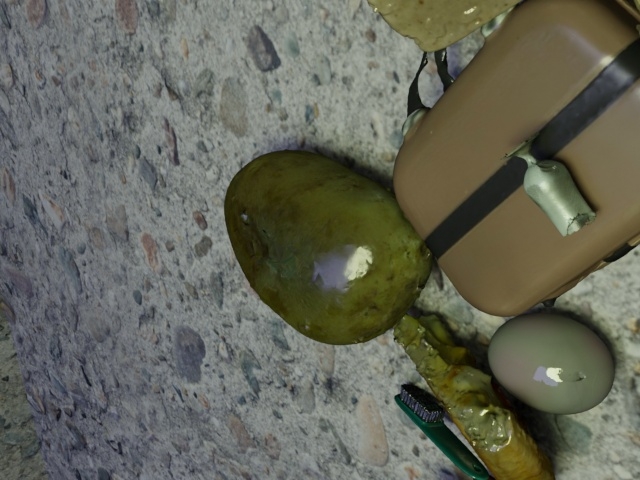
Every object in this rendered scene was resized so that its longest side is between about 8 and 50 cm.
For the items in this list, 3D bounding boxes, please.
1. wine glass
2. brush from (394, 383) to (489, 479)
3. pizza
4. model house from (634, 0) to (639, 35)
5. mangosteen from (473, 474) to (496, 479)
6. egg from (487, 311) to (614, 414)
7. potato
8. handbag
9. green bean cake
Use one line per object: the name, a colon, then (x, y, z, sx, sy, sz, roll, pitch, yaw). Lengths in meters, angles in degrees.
wine glass: (0.182, -0.045, 0.557, 0.083, 0.042, 0.039, 54, 177, 5)
brush: (0.155, 0.239, 0.911, 0.193, 0.043, 0.032, 37, 119, 59)
pizza: (0.169, 0.172, 0.833, 0.288, 0.075, 0.280, 54, -179, 30)
model house: (0.232, -0.234, 0.415, 0.160, 0.254, 0.196, -11, 127, 45)
mangosteen: (0.184, 0.428, 0.904, 0.228, 0.228, 0.265, 14, 89, 42)
egg: (0.242, 0.129, 0.751, 0.135, 0.103, 0.103, 16, 121, 45)
potato: (0.000, 0.000, 0.882, 0.307, 0.173, 0.210, 39, 119, 35)
handbag: (0.193, -0.102, 0.651, 0.283, 0.149, 0.302, 55, 141, 12)
green bean cake: (0.119, -0.237, 0.549, 0.179, 0.085, 0.109, -27, 134, 33)
